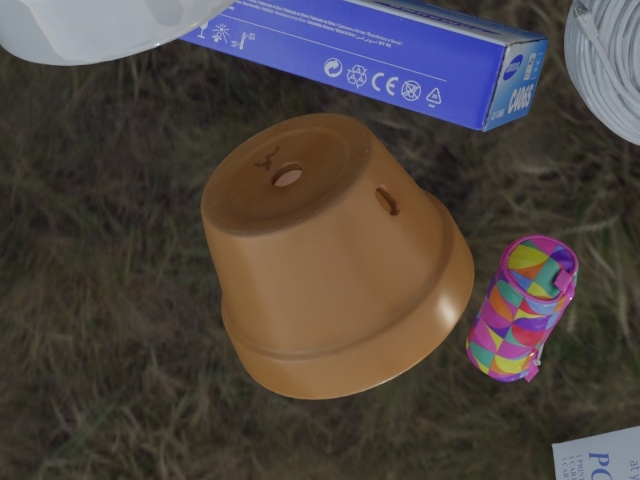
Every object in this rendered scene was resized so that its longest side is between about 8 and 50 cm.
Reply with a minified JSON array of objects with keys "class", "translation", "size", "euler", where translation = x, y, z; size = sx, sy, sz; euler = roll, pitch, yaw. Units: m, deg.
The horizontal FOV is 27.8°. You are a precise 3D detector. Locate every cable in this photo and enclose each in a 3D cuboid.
[{"class":"cable","translation":[0.419,-0.237,1.550],"size":[0.257,0.089,0.257],"euler":[-21,110,-11]}]

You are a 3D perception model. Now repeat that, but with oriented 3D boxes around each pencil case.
[{"class":"pencil case","translation":[0.249,0.088,1.597],"size":[0.104,0.104,0.236],"euler":[-4,150,-6]}]

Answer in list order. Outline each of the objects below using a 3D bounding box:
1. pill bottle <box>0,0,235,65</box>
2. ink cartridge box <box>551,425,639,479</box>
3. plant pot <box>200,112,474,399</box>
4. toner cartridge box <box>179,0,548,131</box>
[{"class":"pill bottle","translation":[-0.121,-0.220,0.500],"size":[0.160,0.160,0.283],"euler":[-18,130,-1]},{"class":"ink cartridge box","translation":[0.118,0.170,0.398],"size":[0.046,0.207,0.097],"euler":[-17,142,24]},{"class":"plant pot","translation":[0.000,0.000,1.415],"size":[0.291,0.291,0.203],"euler":[-27,127,2]},{"class":"toner cartridge box","translation":[0.005,-0.183,1.099],"size":[0.348,0.165,0.075],"euler":[19,107,16]}]
